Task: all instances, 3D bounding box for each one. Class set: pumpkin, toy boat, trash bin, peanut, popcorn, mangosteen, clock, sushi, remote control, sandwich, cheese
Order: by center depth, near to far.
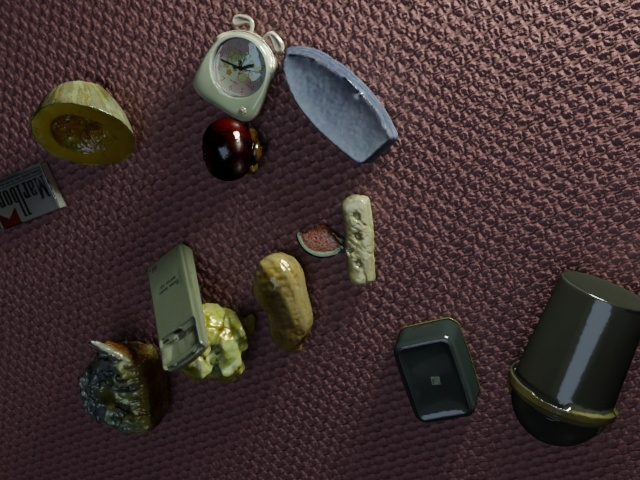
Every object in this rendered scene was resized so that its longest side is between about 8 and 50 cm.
[{"bbox_3d":[0.487,0.244,1.480,0.214,0.214,0.333,22,108,8],"label":"trash bin"},{"bbox_3d":[0.028,-0.274,1.518,0.283,0.078,0.127,46,116,-3],"label":"toy boat"},{"bbox_3d":[-0.157,-0.349,1.553,0.151,0.062,0.191,33,112,4],"label":"clock"},{"bbox_3d":[-0.175,-0.187,1.587,0.140,0.140,0.140,5,108,14],"label":"mangosteen"},{"bbox_3d":[0.081,0.000,1.609,0.065,0.043,0.194,-3,104,12],"label":"cheese"},{"bbox_3d":[0.004,0.003,1.641,0.101,0.026,0.069,-15,98,16],"label":"sandwich"},{"bbox_3d":[-0.503,-0.261,1.646,0.217,0.217,0.110,-11,65,19],"label":"pumpkin"},{"bbox_3d":[-0.308,0.144,1.663,0.123,0.285,0.038,-37,139,19],"label":"remote control"},{"bbox_3d":[-0.081,0.137,1.666,0.120,0.110,0.236,-10,112,-3],"label":"peanut"},{"bbox_3d":[-0.237,0.229,1.712,0.187,0.167,0.185,23,88,-28],"label":"popcorn"},{"bbox_3d":[-0.459,0.333,1.813,0.184,0.139,0.274,4,111,16],"label":"sushi"}]

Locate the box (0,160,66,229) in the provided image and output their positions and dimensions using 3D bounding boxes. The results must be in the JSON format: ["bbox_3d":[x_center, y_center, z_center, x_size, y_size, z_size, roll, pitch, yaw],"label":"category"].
[{"bbox_3d":[-0.690,-0.104,1.796,0.178,0.036,0.115,-17,102,20],"label":"box"}]

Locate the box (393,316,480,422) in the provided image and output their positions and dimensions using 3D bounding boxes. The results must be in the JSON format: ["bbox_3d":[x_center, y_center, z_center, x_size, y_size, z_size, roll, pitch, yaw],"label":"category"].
[{"bbox_3d":[0.244,0.277,1.624,0.145,0.090,0.201,-14,103,20],"label":"box"}]
